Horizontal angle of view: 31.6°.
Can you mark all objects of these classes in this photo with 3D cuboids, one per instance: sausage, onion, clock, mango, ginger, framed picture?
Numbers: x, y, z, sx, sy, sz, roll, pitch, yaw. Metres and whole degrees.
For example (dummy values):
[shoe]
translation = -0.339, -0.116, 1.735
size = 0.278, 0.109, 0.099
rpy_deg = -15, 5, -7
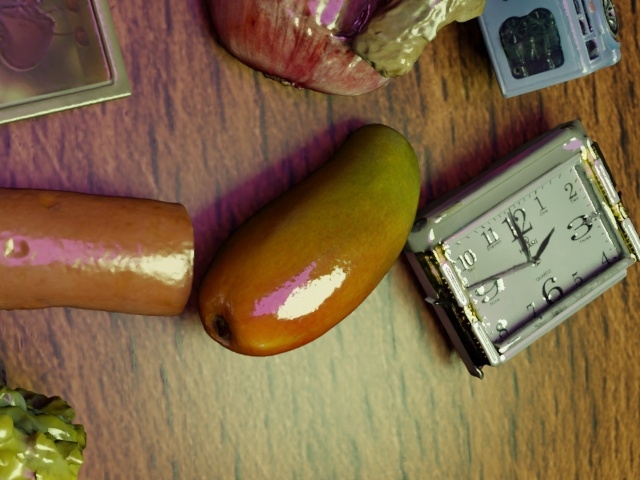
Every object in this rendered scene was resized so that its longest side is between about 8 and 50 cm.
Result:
[sausage]
translation = -0.250, 0.009, 1.037
size = 0.259, 0.113, 0.113
rpy_deg = 5, 90, -21
[onion]
translation = 0.015, -0.288, 1.114
size = 0.227, 0.120, 0.283
rpy_deg = 11, 88, -24
[clock]
translation = 0.214, 0.009, 1.212
size = 0.253, 0.083, 0.186
rpy_deg = -32, 101, -16
[mango]
translation = 0.002, 0.002, 1.104
size = 0.289, 0.146, 0.129
rpy_deg = -44, 119, -16
[ginger]
translation = 0.109, -0.289, 1.041
size = 0.122, 0.084, 0.290
rpy_deg = 15, 93, -21
[framed picture]
translation = -0.333, -0.203, 1.026
size = 0.289, 0.020, 0.211
rpy_deg = -17, 96, -26

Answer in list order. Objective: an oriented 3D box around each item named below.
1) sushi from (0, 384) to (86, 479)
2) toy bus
[sushi]
translation = -0.374, 0.152, 0.849
size = 0.351, 0.396, 0.240
rpy_deg = 33, 82, -8
[toy bus]
translation = 0.202, -0.300, 1.149
size = 0.133, 0.125, 0.292
rpy_deg = -33, 107, -58
